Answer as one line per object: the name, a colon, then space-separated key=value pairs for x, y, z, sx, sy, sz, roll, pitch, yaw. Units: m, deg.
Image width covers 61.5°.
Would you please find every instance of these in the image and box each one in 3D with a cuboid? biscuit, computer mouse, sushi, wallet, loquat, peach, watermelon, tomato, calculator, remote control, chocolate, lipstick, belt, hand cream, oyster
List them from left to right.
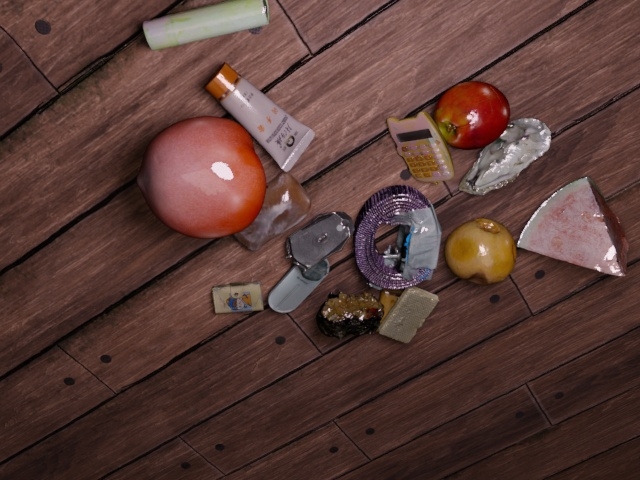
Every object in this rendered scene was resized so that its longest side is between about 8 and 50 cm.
tomato: x=-0.303 y=-0.160 z=1.374 sx=0.322 sy=0.321 sz=0.321 roll=-2 pitch=119 yaw=-4
lipstick: x=-0.272 y=-0.530 z=1.310 sx=0.304 sy=0.076 sz=0.076 roll=-13 pitch=119 yaw=2
wallet: x=-0.263 y=0.185 z=1.719 sx=0.155 sy=0.039 sz=0.110 roll=-5 pitch=120 yaw=-4
hand cream: x=-0.164 y=-0.324 z=1.425 sx=0.314 sy=0.089 sz=0.139 roll=37 pitch=82 yaw=-27
chocolate: x=-0.151 y=-0.069 z=1.567 sx=0.254 sy=0.080 sz=0.157 roll=-33 pitch=116 yaw=12
remote control: x=-0.071 y=0.131 z=1.700 sx=0.104 sy=0.052 sz=0.247 roll=36 pitch=110 yaw=-23
computer mouse: x=-0.001 y=-0.002 z=1.613 sx=0.231 sy=0.071 sz=0.126 roll=-35 pitch=88 yaw=10
sushi: x=0.093 y=0.227 z=1.724 sx=0.213 sy=0.147 sz=0.115 roll=-1 pitch=124 yaw=-16
belt: x=0.229 y=-0.007 z=1.617 sx=0.260 sy=0.122 sz=0.324 roll=4 pitch=116 yaw=1
biscuit: x=0.262 y=0.241 z=1.799 sx=0.174 sy=0.039 sz=0.183 roll=12 pitch=117 yaw=-13
biscuit: x=0.287 y=0.242 z=1.757 sx=0.121 sy=0.040 sz=0.199 roll=23 pitch=114 yaw=-15
calculator: x=0.283 y=-0.252 z=1.489 sx=0.157 sy=0.033 sz=0.236 roll=1 pitch=132 yaw=44
peach: x=0.410 y=-0.333 z=1.425 sx=0.197 sy=0.197 sz=0.197 roll=-2 pitch=119 yaw=-4
loquat: x=0.480 y=0.040 z=1.619 sx=0.213 sy=0.213 sz=0.213 roll=-2 pitch=119 yaw=-4
oyster: x=0.531 y=-0.232 z=1.536 sx=0.199 sy=0.087 sz=0.252 roll=14 pitch=109 yaw=-2
watermelon: x=0.768 y=0.016 z=1.615 sx=0.283 sy=0.292 sz=0.250 roll=34 pitch=140 yaw=-21
